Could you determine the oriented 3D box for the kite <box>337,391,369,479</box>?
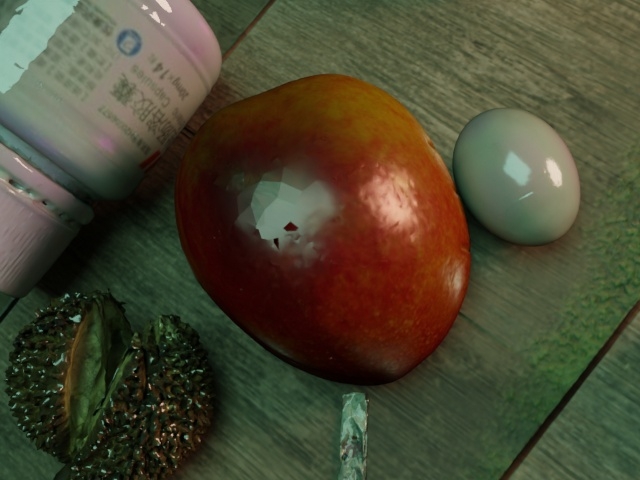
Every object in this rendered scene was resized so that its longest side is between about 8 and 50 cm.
[{"bbox_3d":[0.022,0.287,0.717,0.335,0.011,0.315,-6,69,13],"label":"kite"}]

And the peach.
[{"bbox_3d":[0.000,0.000,0.740,0.248,0.245,0.275,-41,74,31],"label":"peach"}]

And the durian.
[{"bbox_3d":[-0.195,0.145,0.751,0.196,0.167,0.196,-4,78,20],"label":"durian"}]

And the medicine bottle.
[{"bbox_3d":[-0.280,-0.131,0.823,0.256,0.256,0.325,31,80,24],"label":"medicine bottle"}]

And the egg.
[{"bbox_3d":[0.175,-0.057,0.749,0.103,0.103,0.135,-29,66,4],"label":"egg"}]
